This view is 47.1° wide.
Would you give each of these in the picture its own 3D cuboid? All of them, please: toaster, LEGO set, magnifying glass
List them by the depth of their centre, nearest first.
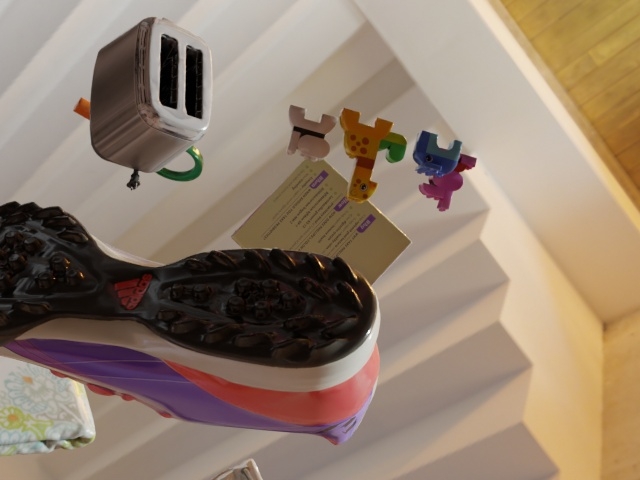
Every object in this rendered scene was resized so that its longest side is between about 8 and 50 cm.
[{"bbox_3d":[0.067,-0.080,0.817,0.087,0.227,0.093,174,-69,-81],"label":"LEGO set"},{"bbox_3d":[-0.235,-0.197,1.022,0.129,0.227,0.146,17,152,-40],"label":"toaster"},{"bbox_3d":[-0.299,-0.168,1.226,0.092,0.231,0.026,-34,-141,41],"label":"magnifying glass"}]

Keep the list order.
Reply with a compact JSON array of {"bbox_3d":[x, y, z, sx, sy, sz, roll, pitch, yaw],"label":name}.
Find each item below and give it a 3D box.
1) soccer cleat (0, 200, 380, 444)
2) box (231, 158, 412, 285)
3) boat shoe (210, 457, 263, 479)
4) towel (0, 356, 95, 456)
[{"bbox_3d":[-0.122,0.056,0.445,0.318,0.116,0.108,7,-137,12],"label":"soccer cleat"},{"bbox_3d":[0.000,0.000,1.333,0.213,0.243,0.117,-47,-179,-4],"label":"box"},{"bbox_3d":[-0.005,0.391,0.877,0.156,0.135,0.367,-34,-138,-22],"label":"boat shoe"},{"bbox_3d":[-0.589,0.213,1.221,0.375,0.320,0.090,6,135,-39],"label":"towel"}]
